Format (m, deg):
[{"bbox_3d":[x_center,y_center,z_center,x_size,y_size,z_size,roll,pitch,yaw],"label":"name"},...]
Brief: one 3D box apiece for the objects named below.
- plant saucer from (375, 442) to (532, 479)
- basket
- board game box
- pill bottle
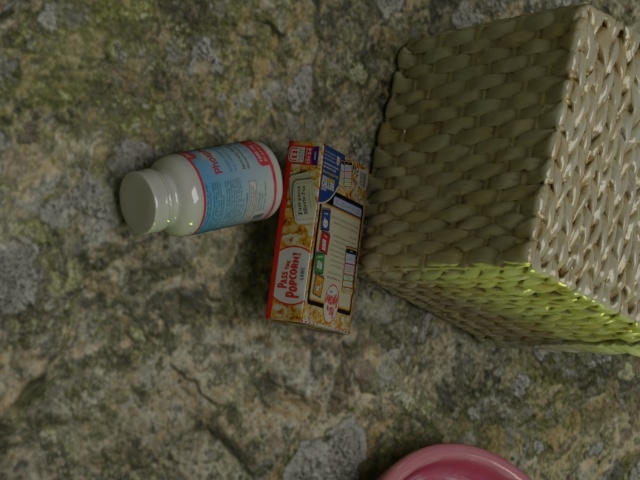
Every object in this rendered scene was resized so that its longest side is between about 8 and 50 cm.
[{"bbox_3d":[0.161,0.402,1.837,0.332,0.084,0.332,18,57,-29],"label":"plant saucer"},{"bbox_3d":[0.250,-0.061,1.811,0.266,0.331,0.328,24,75,-35],"label":"basket"},{"bbox_3d":[0.000,0.000,1.746,0.147,0.045,0.193,23,73,-66],"label":"board game box"},{"bbox_3d":[-0.124,-0.052,1.657,0.160,0.087,0.087,-13,98,-39],"label":"pill bottle"}]
